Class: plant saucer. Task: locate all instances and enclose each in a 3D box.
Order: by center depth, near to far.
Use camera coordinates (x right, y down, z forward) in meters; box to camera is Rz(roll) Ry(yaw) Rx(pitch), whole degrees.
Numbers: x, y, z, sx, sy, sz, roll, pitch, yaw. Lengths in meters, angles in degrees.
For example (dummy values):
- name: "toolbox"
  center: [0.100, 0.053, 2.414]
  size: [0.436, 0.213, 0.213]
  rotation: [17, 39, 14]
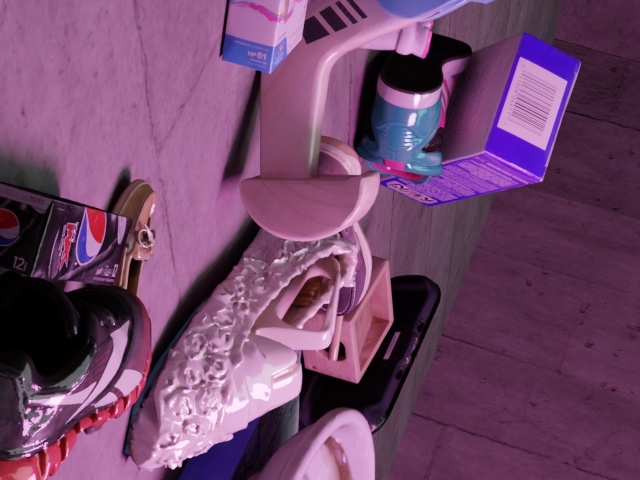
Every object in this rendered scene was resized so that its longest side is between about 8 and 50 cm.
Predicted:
- name: "plant saucer"
  center: [-0.049, 0.379, 1.880]
  size: [0.400, 0.100, 0.400]
  rotation: [12, 90, -71]

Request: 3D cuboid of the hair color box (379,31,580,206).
- name: "hair color box"
  center: [0.220, -0.165, 2.339]
  size: [0.339, 0.110, 0.185]
  rotation: [-9, -122, 65]

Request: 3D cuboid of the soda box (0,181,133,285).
- name: "soda box"
  center: [-0.185, -0.004, 1.117]
  size: [0.169, 0.060, 0.053]
  rotation: [16, 91, -79]

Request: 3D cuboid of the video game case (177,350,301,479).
- name: "video game case"
  center: [-0.098, 0.269, 1.959]
  size: [0.244, 0.061, 0.269]
  rotation: [95, 17, -49]

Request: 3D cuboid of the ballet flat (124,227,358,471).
- name: "ballet flat"
  center: [-0.061, 0.096, 1.696]
  size: [0.409, 0.147, 0.147]
  rotation: [-58, 162, -50]

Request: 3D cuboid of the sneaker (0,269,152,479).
- name: "sneaker"
  center: [-0.183, 0.076, 1.147]
  size: [0.276, 0.097, 0.135]
  rotation: [-46, 153, -64]

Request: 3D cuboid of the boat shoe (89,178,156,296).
- name: "boat shoe"
  center: [-0.157, 0.027, 1.331]
  size: [0.056, 0.048, 0.153]
  rotation: [39, 69, -78]

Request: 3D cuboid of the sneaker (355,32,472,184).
- name: "sneaker"
  center: [0.132, -0.172, 2.248]
  size: [0.295, 0.124, 0.178]
  rotation: [-51, 156, -62]

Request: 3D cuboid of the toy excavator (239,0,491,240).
- name: "toy excavator"
  center: [0.064, -0.268, 1.597]
  size: [0.433, 0.445, 0.222]
  rotation: [65, 17, -1]

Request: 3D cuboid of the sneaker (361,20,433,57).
- name: "sneaker"
  center: [0.055, -0.315, 1.720]
  size: [0.103, 0.111, 0.252]
  rotation: [76, 9, -84]

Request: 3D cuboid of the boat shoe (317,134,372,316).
- name: "boat shoe"
  center: [0.000, 0.000, 1.949]
  size: [0.285, 0.103, 0.092]
  rotation: [89, 26, -49]

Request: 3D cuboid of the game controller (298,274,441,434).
- name: "game controller"
  center: [0.059, 0.163, 2.319]
  size: [0.319, 0.166, 0.067]
  rotation: [-62, 145, -42]

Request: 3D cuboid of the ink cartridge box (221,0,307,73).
- name: "ink cartridge box"
  center: [-0.045, -0.227, 1.482]
  size: [0.088, 0.052, 0.122]
  rotation: [-56, 159, -55]

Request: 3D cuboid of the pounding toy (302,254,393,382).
- name: "pounding toy"
  center: [0.016, 0.090, 2.191]
  size: [0.206, 0.094, 0.181]
  rotation: [82, 31, -45]
